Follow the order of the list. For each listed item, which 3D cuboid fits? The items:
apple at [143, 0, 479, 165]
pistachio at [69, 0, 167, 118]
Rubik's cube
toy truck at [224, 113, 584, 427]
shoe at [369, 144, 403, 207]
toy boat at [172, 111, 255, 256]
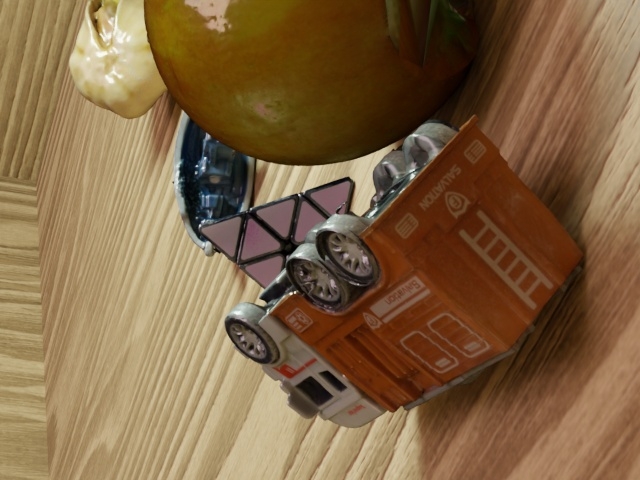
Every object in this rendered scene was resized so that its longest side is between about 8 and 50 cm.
[{"bbox_3d":[0.005,-0.268,1.405,0.384,0.374,0.374,-56,5,-33],"label":"apple"},{"bbox_3d":[-0.384,-0.389,2.609,0.238,0.229,0.321,71,-164,-49],"label":"pistachio"},{"bbox_3d":[0.000,0.000,1.690,0.178,0.211,0.190,-44,72,29],"label":"Rubik's cube"},{"bbox_3d":[0.070,0.056,1.247,0.173,0.207,0.387,-46,2,-30],"label":"toy truck"},{"bbox_3d":[0.086,-0.030,1.419,0.079,0.078,0.195,122,153,-45],"label":"shoe"},{"bbox_3d":[-0.167,-0.124,2.045,0.142,0.129,0.309,126,148,-77],"label":"toy boat"}]
